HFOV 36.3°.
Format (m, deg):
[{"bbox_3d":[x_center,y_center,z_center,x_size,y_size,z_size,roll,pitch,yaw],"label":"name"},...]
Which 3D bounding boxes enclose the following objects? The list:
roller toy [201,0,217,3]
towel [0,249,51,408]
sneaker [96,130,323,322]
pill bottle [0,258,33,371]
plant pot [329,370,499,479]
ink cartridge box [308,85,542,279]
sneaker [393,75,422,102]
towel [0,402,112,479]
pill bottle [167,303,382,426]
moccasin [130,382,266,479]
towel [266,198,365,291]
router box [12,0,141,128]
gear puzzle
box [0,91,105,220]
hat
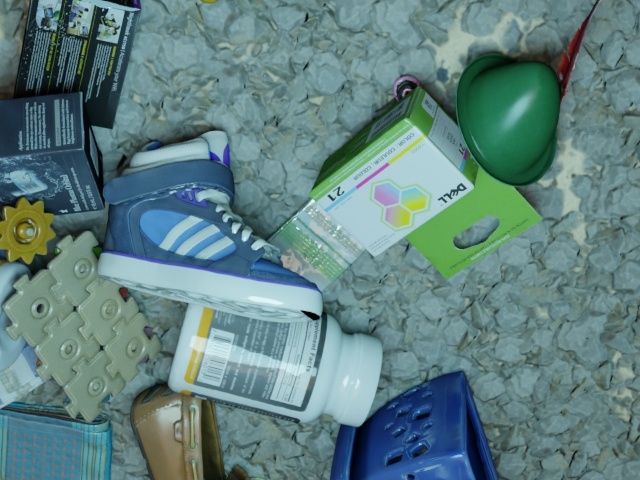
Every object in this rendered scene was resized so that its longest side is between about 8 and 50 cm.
[{"bbox_3d":[-0.129,-0.360,1.176,0.191,0.209,0.146,19,113,34],"label":"roller toy"},{"bbox_3d":[-0.515,0.158,1.410,0.285,0.034,0.209,-31,89,8],"label":"towel"},{"bbox_3d":[-0.128,-0.034,1.271,0.322,0.130,0.236,10,76,20],"label":"sneaker"},{"bbox_3d":[-0.540,0.080,1.316,0.272,0.152,0.152,10,109,6],"label":"pill bottle"},{"bbox_3d":[0.140,0.359,1.414,0.212,0.236,0.236,-16,108,12],"label":"plant pot"},{"bbox_3d":[0.144,-0.048,1.307,0.255,0.097,0.189,43,125,-14],"label":"ink cartridge box"},{"bbox_3d":[0.141,-0.166,1.317,0.047,0.057,0.119,-38,107,8],"label":"sneaker"},{"bbox_3d":[-0.469,0.421,1.521,0.271,0.040,0.370,8,109,-3],"label":"towel"},{"bbox_3d":[-0.064,0.166,1.375,0.278,0.162,0.162,15,108,-7],"label":"pill bottle"},{"bbox_3d":[-0.161,0.385,1.472,0.147,0.139,0.380,-12,100,12],"label":"moccasin"},{"bbox_3d":[0.000,0.000,1.394,0.113,0.023,0.152,43,101,-16],"label":"towel"},{"bbox_3d":[-0.315,-0.239,1.255,0.133,0.046,0.179,9,122,-20],"label":"router box"},{"bbox_3d":[-0.350,0.086,1.322,0.175,0.044,0.339,-48,132,-29],"label":"gear puzzle"},{"bbox_3d":[-0.371,-0.104,1.261,0.158,0.093,0.156,-7,153,-5],"label":"box"},{"bbox_3d":[0.288,-0.187,1.216,0.173,0.183,0.208,-17,89,-34],"label":"hat"}]
